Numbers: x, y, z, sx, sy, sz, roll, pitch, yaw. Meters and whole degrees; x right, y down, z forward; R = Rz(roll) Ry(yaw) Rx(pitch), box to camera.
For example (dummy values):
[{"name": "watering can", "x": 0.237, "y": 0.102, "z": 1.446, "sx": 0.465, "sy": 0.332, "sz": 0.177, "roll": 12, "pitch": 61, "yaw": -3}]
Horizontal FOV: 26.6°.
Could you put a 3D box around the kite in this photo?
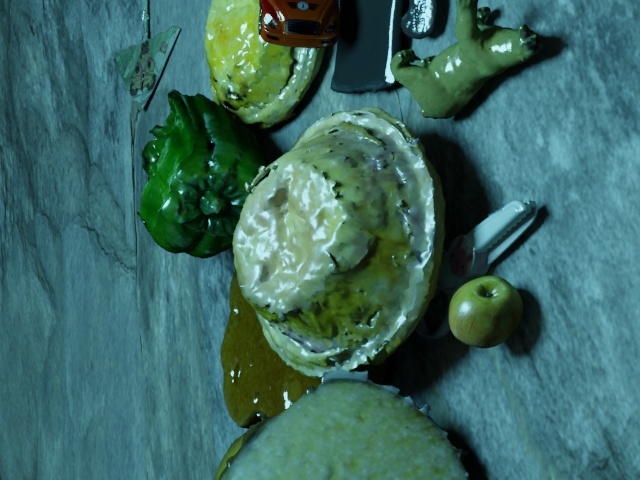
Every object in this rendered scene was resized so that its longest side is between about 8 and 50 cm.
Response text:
[{"name": "kite", "x": -0.302, "y": -0.344, "z": 2.343, "sx": 0.229, "sy": 0.012, "sz": 0.250, "roll": -14, "pitch": 72, "yaw": 50}]

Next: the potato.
[{"name": "potato", "x": 0.013, "y": 0.329, "z": 1.610, "sx": 0.289, "sy": 0.301, "sz": 0.237, "roll": 46, "pitch": 154, "yaw": 24}]

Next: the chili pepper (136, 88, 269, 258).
[{"name": "chili pepper", "x": -0.168, "y": -0.090, "z": 1.960, "sx": 0.213, "sy": 0.167, "sz": 0.385, "roll": -65, "pitch": 21, "yaw": 9}]

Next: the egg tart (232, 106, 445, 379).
[{"name": "egg tart", "x": 0.000, "y": 0.000, "z": 1.653, "sx": 0.352, "sy": 0.150, "sz": 0.352, "roll": -11, "pitch": 75, "yaw": 48}]

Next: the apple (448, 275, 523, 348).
[{"name": "apple", "x": 0.185, "y": 0.079, "z": 1.521, "sx": 0.084, "sy": 0.084, "sz": 0.071, "roll": -128, "pitch": 30, "yaw": -45}]

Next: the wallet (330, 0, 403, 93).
[{"name": "wallet", "x": 0.066, "y": -0.337, "z": 1.788, "sx": 0.146, "sy": 0.030, "sz": 0.285, "roll": 8, "pitch": 96, "yaw": 56}]

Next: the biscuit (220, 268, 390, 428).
[{"name": "biscuit", "x": -0.017, "y": 0.129, "z": 1.808, "sx": 0.359, "sy": 0.074, "sz": 0.381, "roll": -18, "pitch": 71, "yaw": 52}]

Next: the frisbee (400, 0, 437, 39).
[{"name": "frisbee", "x": 0.127, "y": -0.373, "z": 1.689, "sx": 0.187, "sy": 0.012, "sz": 0.211, "roll": 47, "pitch": 120, "yaw": 27}]

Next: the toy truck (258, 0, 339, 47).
[{"name": "toy truck", "x": -0.029, "y": -0.380, "z": 1.826, "sx": 0.114, "sy": 0.107, "sz": 0.253, "roll": 106, "pitch": 164, "yaw": -54}]

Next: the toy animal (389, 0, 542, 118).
[{"name": "toy animal", "x": 0.175, "y": -0.214, "z": 1.594, "sx": 0.218, "sy": 0.103, "sz": 0.101, "roll": -39, "pitch": 73, "yaw": 42}]

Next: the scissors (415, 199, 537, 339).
[{"name": "scissors", "x": 0.174, "y": 0.022, "z": 1.592, "sx": 0.242, "sy": 0.030, "sz": 0.118, "roll": -43, "pitch": 52, "yaw": 45}]

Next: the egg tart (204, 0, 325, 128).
[{"name": "egg tart", "x": -0.102, "y": -0.302, "z": 1.972, "sx": 0.291, "sy": 0.107, "sz": 0.291, "roll": -13, "pitch": 74, "yaw": 52}]
